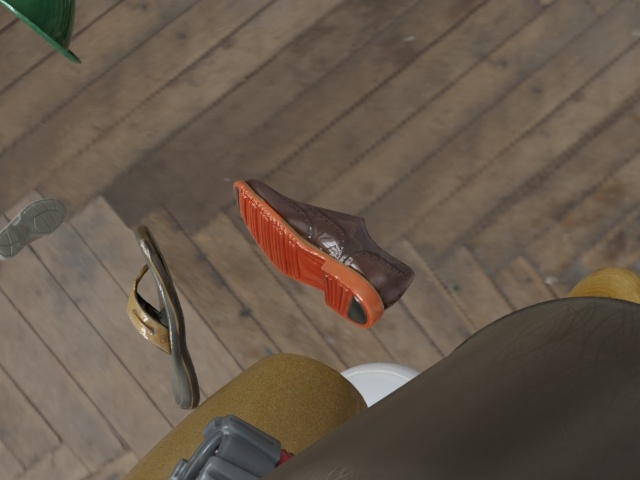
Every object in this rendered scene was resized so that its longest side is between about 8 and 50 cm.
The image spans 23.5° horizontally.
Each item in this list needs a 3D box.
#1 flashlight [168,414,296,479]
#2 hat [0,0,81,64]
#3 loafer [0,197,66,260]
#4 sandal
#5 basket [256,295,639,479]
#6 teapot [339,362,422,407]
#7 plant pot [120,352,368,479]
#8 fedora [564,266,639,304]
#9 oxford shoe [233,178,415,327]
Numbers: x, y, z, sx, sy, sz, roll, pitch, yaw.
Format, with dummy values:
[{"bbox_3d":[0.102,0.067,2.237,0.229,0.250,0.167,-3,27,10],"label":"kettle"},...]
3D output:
[{"bbox_3d":[0.030,0.242,1.098,0.304,0.103,0.103,36,128,-10],"label":"flashlight"},{"bbox_3d":[-0.295,-0.332,1.742,0.208,0.173,0.183,40,90,12],"label":"hat"},{"bbox_3d":[-0.359,-0.013,1.856,0.125,0.039,0.045,-42,105,-46],"label":"loafer"},{"bbox_3d":[-0.183,0.092,1.718,0.060,0.090,0.219,-13,113,-9],"label":"sandal"},{"bbox_3d":[0.054,0.130,0.642,0.204,0.227,0.154,-46,75,30],"label":"basket"},{"bbox_3d":[0.099,0.286,1.965,0.252,0.187,0.256,-32,59,12],"label":"teapot"},{"bbox_3d":[-0.061,0.228,1.321,0.237,0.237,0.254,41,50,-14],"label":"plant pot"},{"bbox_3d":[0.217,0.115,1.154,0.079,0.194,0.194,20,90,-14],"label":"fedora"},{"bbox_3d":[0.000,0.000,1.926,0.098,0.097,0.271,-38,63,-24],"label":"oxford shoe"}]
